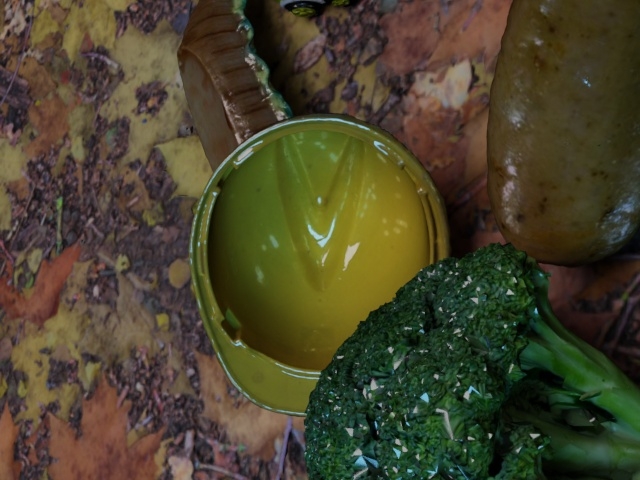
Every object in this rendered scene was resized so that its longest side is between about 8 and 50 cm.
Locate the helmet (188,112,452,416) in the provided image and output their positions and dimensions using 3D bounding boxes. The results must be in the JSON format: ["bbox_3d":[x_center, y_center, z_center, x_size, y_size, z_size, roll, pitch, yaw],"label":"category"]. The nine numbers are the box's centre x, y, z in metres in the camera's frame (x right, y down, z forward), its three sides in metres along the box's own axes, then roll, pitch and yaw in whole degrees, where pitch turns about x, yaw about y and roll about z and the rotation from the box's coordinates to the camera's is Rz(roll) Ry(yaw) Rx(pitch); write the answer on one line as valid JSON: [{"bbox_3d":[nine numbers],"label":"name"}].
[{"bbox_3d":[0.000,0.000,1.104,0.140,0.205,0.257,-89,0,-66],"label":"helmet"}]

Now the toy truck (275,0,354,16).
[{"bbox_3d":[-0.008,-0.251,1.209,0.111,0.077,0.076,-10,74,39],"label":"toy truck"}]

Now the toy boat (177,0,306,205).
[{"bbox_3d":[-0.075,-0.146,1.235,0.108,0.099,0.293,-52,48,53],"label":"toy boat"}]

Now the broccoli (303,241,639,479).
[{"bbox_3d":[0.121,0.153,0.909,0.308,0.275,0.308,-176,90,-81],"label":"broccoli"}]

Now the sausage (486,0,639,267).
[{"bbox_3d":[0.200,-0.185,0.859,0.136,0.123,0.501,35,134,26],"label":"sausage"}]
